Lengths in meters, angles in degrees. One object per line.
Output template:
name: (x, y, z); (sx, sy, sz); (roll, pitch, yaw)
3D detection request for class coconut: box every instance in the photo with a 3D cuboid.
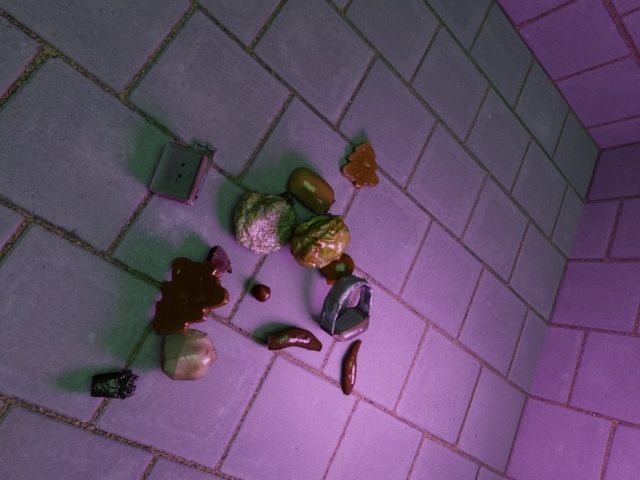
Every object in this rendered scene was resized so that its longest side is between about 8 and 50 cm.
coconut: (-0.455, 0.401, 1.491); (0.194, 0.194, 0.194); (2, 87, -32)

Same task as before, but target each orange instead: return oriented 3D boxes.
orange: (0.082, 0.121, 1.888); (0.160, 0.112, 0.170); (39, 57, -24)

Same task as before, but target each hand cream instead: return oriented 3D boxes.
hand cream: (-0.459, -0.257, 1.599); (0.086, 0.055, 0.235); (21, 71, -28)

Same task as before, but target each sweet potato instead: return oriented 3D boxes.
sweet potato: (-0.104, 0.416, 1.777); (0.285, 0.085, 0.112); (18, 113, -41)
sweet potato: (0.141, 0.575, 1.931); (0.078, 0.058, 0.255); (27, 71, -45)

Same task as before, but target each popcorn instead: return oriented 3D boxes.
popcorn: (0.000, 0.000, 1.762); (0.286, 0.252, 0.215); (-18, 85, -37)

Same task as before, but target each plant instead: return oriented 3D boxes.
plant: (-0.676, 0.474, 1.402); (0.143, 0.092, 0.094); (10, 74, -26)

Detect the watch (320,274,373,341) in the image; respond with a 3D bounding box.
watch: (0.118, 0.278, 1.829); (0.253, 0.161, 0.241); (-23, 121, -32)

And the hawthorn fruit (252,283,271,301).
hawthorn fruit: (-0.236, 0.210, 1.701); (0.077, 0.077, 0.077); (2, 87, -32)

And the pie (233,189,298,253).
pie: (-0.218, -0.072, 1.708); (0.274, 0.105, 0.257); (-2, 98, -32)

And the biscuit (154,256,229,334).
biscuit: (-0.469, 0.203, 1.485); (0.306, 0.284, 0.043); (-51, 154, -7)

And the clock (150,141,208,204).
clock: (-0.502, -0.239, 1.518); (0.147, 0.071, 0.192); (15, 77, 1)

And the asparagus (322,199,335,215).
asparagus: (0.033, -0.138, 1.918); (0.018, 0.015, 0.127); (46, 66, -32)

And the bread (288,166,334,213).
bread: (-0.032, -0.219, 1.835); (0.217, 0.098, 0.147); (34, 67, -28)

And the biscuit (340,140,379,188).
biscuit: (0.198, -0.361, 2.019); (0.212, 0.041, 0.239); (17, 79, -25)

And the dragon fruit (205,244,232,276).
dragon fruit: (-0.387, 0.103, 1.598); (0.096, 0.102, 0.147); (31, 67, -30)
